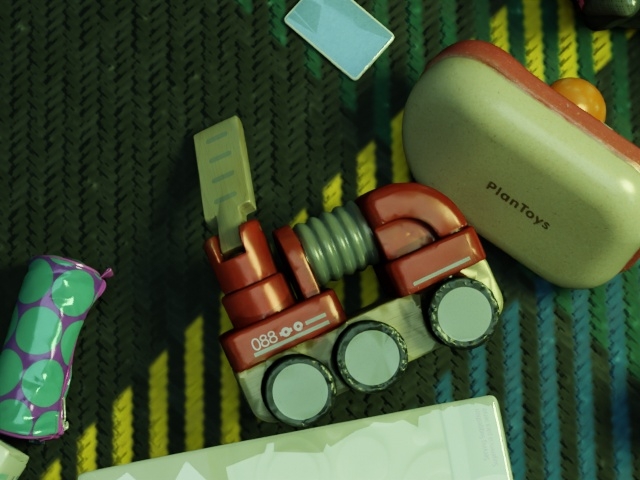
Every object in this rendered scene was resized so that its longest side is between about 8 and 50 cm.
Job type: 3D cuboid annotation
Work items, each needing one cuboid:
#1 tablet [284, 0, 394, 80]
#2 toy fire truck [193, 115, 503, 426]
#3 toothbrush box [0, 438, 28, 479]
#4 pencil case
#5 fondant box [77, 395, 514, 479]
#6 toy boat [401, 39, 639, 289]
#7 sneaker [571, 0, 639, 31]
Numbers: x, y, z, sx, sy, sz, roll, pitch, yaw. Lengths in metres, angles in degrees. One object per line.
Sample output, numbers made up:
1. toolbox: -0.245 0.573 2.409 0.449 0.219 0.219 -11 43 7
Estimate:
1. tablet: 0.016 -0.182 1.413 0.083 0.006 0.054 41 82 6
2. toy fire truck: 0.000 0.000 1.325 0.217 0.158 0.246 -25 92 -5
3. toothbrush box: -0.411 0.182 1.277 0.295 0.126 0.216 32 81 2
4. pencil case: -0.221 0.087 1.330 0.070 0.064 0.152 13 80 3
5. fondant box: -0.002 0.268 1.273 0.330 0.096 0.238 -11 81 4
6. toy boat: 0.185 -0.080 1.351 0.231 0.151 0.151 36 51 4
7. sneaker: 0.240 -0.282 1.332 0.483 0.185 0.202 34 84 16
